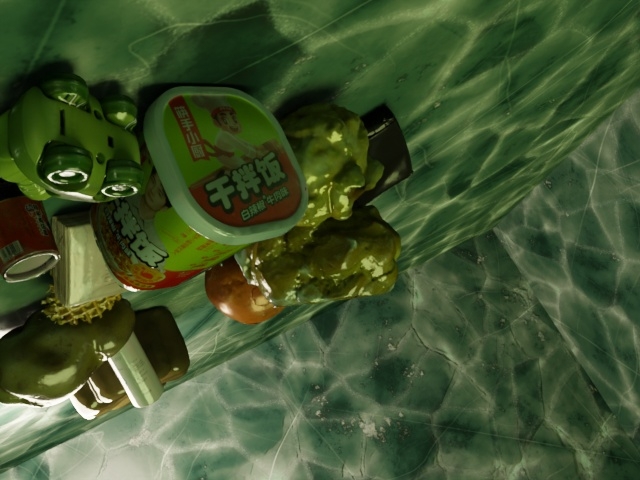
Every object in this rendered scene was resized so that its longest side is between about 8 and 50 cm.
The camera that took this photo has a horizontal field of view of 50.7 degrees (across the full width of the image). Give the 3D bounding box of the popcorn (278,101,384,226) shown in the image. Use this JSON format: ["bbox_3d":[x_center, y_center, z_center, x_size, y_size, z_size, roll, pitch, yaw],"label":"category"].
[{"bbox_3d":[-0.012,-0.145,1.309,0.256,0.254,0.195,-64,-156,0],"label":"popcorn"}]

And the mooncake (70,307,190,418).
[{"bbox_3d":[-0.566,0.369,1.977,0.378,0.201,0.378,-27,165,-8],"label":"mooncake"}]

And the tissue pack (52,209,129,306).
[{"bbox_3d":[-0.354,0.010,1.321,0.325,0.071,0.170,-15,125,-45],"label":"tissue pack"}]

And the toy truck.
[{"bbox_3d":[-0.358,-0.122,0.912,0.210,0.148,0.187,-11,165,10],"label":"toy truck"}]

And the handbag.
[{"bbox_3d":[0.098,-0.184,1.593,0.223,0.080,0.247,-34,146,0],"label":"handbag"}]

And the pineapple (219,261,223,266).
[{"bbox_3d":[-0.226,-0.016,1.571,0.083,0.103,0.221,18,142,-24],"label":"pineapple"}]

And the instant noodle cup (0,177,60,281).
[{"bbox_3d":[-0.466,-0.016,1.032,0.127,0.136,0.127,-29,166,-8],"label":"instant noodle cup"}]

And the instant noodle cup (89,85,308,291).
[{"bbox_3d":[-0.225,-0.064,1.139,0.293,0.294,0.307,-13,164,-48],"label":"instant noodle cup"}]

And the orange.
[{"bbox_3d":[-0.182,0.100,1.744,0.240,0.240,0.240,-28,165,-8],"label":"orange"}]

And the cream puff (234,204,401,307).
[{"bbox_3d":[0.000,0.000,1.530,0.378,0.276,0.378,-5,178,0],"label":"cream puff"}]

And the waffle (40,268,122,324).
[{"bbox_3d":[-0.488,0.093,1.417,0.197,0.070,0.193,-6,135,-54],"label":"waffle"}]

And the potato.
[{"bbox_3d":[-0.583,0.244,1.536,0.351,0.203,0.218,-32,177,-19],"label":"potato"}]

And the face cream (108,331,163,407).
[{"bbox_3d":[-0.501,0.281,1.720,0.092,0.312,0.092,-15,-154,8],"label":"face cream"}]
